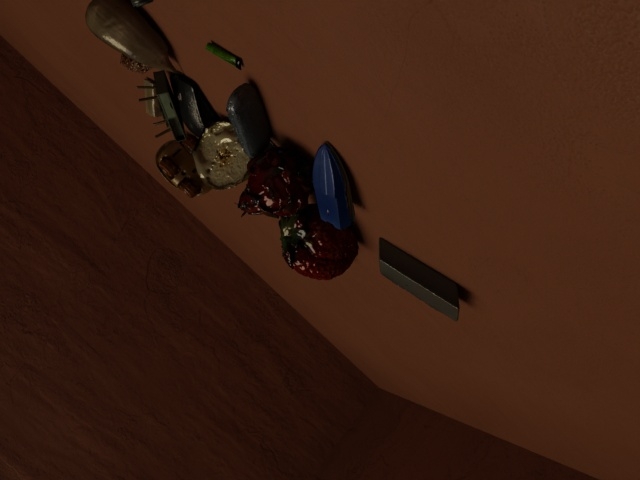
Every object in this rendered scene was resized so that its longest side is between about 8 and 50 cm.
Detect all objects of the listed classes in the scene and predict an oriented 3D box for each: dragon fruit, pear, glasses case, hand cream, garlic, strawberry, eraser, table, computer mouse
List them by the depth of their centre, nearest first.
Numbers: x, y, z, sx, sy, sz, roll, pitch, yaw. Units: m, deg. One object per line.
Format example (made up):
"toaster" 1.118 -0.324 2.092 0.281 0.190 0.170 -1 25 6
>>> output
"hand cream" -0.267 -0.514 1.474 0.122 0.023 0.036 35 151 16
"glasses case" -0.212 -0.356 1.606 0.067 0.109 0.282 32 162 19
"dragon fruit" -0.157 -0.174 1.695 0.234 0.293 0.233 -18 -90 -77
"garlic" -0.587 -0.658 1.695 0.338 0.151 0.196 36 -168 -9
"eraser" 0.314 0.123 1.719 0.352 0.077 0.111 33 159 26
"strawberry" 0.000 0.000 1.856 0.288 0.250 0.238 8 -152 -26
"pear" -0.316 -0.289 1.917 0.267 0.267 0.178 34 -172 23
"computer mouse" -0.464 -0.466 1.925 0.168 0.087 0.295 32 159 38
"table" -0.582 -0.479 1.937 0.240 0.111 0.121 85 169 -58

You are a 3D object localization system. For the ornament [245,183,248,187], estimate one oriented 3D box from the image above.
"ornament" -0.300 -0.213 2.292 0.092 0.041 0.068 38 145 52

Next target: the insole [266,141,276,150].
"insole" -0.143 -0.287 1.808 0.348 0.009 0.119 45 162 -14

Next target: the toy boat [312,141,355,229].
"toy boat" 0.037 -0.172 1.584 0.129 0.088 0.295 31 150 33

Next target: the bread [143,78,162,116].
"bread" -0.660 -0.587 2.170 0.077 0.105 0.152 32 129 30

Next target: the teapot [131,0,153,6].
"teapot" -0.498 -0.694 1.484 0.088 0.066 0.057 -2 121 36

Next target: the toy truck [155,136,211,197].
"toy truck" -0.595 -0.330 2.365 0.288 0.204 0.212 45 166 -15

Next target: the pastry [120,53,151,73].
"pastry" -0.690 -0.663 1.971 0.169 0.063 0.087 26 155 44
